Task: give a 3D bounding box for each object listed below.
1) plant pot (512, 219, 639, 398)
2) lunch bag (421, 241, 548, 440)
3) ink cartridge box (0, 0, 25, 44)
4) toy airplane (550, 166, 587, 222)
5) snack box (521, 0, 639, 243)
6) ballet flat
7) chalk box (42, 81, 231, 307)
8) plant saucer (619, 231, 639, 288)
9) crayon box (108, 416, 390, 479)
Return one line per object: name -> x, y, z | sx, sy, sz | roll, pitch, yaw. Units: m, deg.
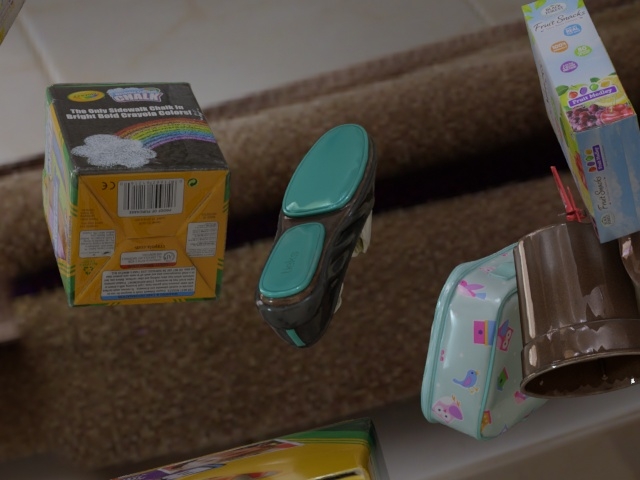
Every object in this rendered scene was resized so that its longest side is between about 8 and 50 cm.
plant pot -> 0.287, 0.073, 1.571 | 0.167, 0.167, 0.165 | 133, 132, -59
lunch bag -> 0.236, 0.119, 1.834 | 0.108, 0.279, 0.224 | 14, 107, 28
ink cartridge box -> -0.316, -0.219, 1.235 | 0.090, 0.092, 0.143 | 112, -177, -79
toy airplane -> 0.338, -0.036, 1.895 | 0.151, 0.028, 0.151 | -19, -90, -76
snack box -> 0.280, -0.131, 1.485 | 0.174, 0.070, 0.207 | 66, -170, -46
ballet flat -> 0.000, 0.000, 1.446 | 0.095, 0.280, 0.096 | -2, 131, 25
chalk box -> -0.227, -0.074, 1.667 | 0.289, 0.180, 0.179 | -118, 31, -55
plant saucer -> 0.404, 0.011, 1.511 | 0.168, 0.168, 0.029 | 60, 154, 31
crayon box -> -0.134, 0.202, 0.827 | 0.313, 0.363, 0.106 | 56, -160, -85
